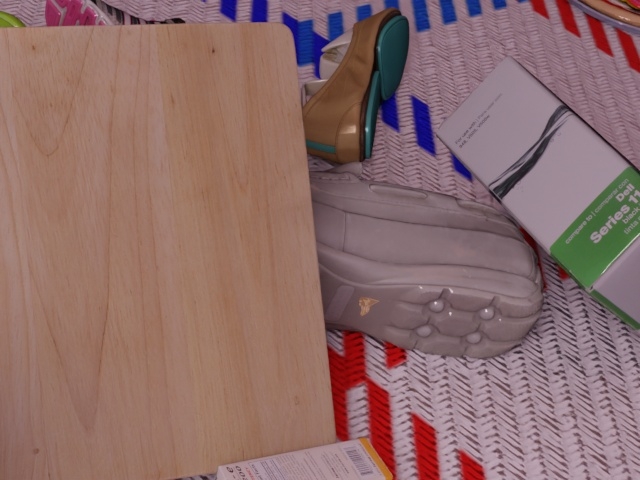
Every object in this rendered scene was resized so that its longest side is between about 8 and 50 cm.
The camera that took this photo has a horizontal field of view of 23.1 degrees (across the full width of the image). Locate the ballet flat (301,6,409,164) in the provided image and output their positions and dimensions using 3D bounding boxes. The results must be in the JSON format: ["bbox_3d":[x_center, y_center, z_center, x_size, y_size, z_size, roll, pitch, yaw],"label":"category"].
[{"bbox_3d":[0.025,-0.139,1.328,0.073,0.080,0.232,4,30,11],"label":"ballet flat"}]

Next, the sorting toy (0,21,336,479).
[{"bbox_3d":[-0.136,0.012,0.907,0.255,0.257,0.089,-4,-4,-23],"label":"sorting toy"}]

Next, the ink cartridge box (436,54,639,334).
[{"bbox_3d":[0.200,-0.026,1.160,0.153,0.087,0.208,32,14,-46],"label":"ink cartridge box"}]

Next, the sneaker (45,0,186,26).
[{"bbox_3d":[-0.150,-0.160,1.298,0.170,0.063,0.075,32,37,16],"label":"sneaker"}]

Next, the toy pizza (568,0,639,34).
[{"bbox_3d":[0.345,-0.277,1.698,0.201,0.032,0.201,11,33,-7],"label":"toy pizza"}]

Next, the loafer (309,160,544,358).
[{"bbox_3d":[0.000,0.000,1.073,0.319,0.112,0.111,14,44,-19],"label":"loafer"}]

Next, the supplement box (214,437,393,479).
[{"bbox_3d":[-0.014,0.152,0.888,0.098,0.062,0.036,-7,41,-30],"label":"supplement box"}]

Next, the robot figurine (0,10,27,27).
[{"bbox_3d":[-0.263,-0.137,1.210,0.101,0.067,0.115,22,33,9],"label":"robot figurine"}]
